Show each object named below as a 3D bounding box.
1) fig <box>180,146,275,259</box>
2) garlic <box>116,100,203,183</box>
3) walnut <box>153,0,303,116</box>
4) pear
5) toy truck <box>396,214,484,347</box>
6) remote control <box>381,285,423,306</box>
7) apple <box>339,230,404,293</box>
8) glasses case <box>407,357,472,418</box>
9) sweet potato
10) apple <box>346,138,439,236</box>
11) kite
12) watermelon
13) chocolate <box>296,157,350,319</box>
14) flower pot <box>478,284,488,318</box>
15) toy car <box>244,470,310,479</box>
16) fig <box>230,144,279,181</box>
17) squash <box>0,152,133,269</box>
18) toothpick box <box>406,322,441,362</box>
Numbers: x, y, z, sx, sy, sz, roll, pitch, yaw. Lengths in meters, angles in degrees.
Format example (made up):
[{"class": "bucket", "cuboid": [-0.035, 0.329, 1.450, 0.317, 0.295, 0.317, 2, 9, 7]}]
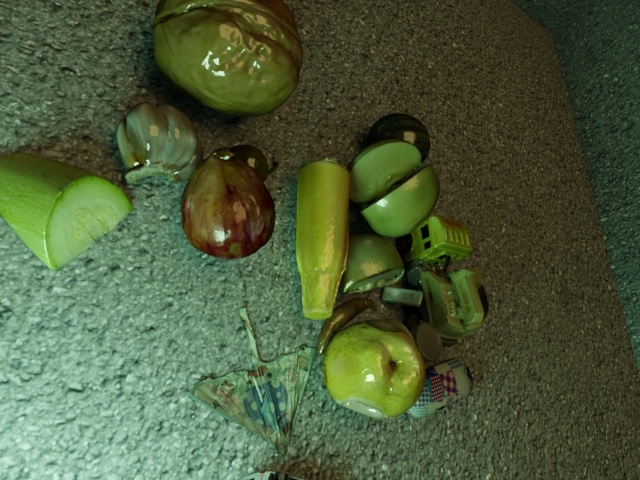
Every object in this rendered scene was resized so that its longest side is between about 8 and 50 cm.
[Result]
[{"class": "fig", "cuboid": [-0.219, -0.078, 1.395, 0.224, 0.224, 0.262, 0, 67, -42]}, {"class": "garlic", "cuboid": [-0.361, -0.234, 1.369, 0.214, 0.160, 0.191, -1, 76, -40]}, {"class": "walnut", "cuboid": [-0.230, -0.499, 1.507, 0.398, 0.308, 0.353, 15, 73, -30]}, {"class": "pear", "cuboid": [0.139, 0.329, 1.485, 0.271, 0.271, 0.271, 19, 59, -35]}, {"class": "toy truck", "cuboid": [0.382, 0.117, 1.824, 0.181, 0.254, 0.404, 15, 58, -32]}, {"class": "remote control", "cuboid": [0.246, 0.168, 1.767, 0.018, 0.125, 0.053, 61, 40, -58]}, {"class": "apple", "cuboid": [0.146, 0.044, 1.735, 0.265, 0.120, 0.193, -4, 63, -46]}, {"class": "glasses case", "cuboid": [0.354, 0.439, 1.761, 0.328, 0.076, 0.125, -5, 73, -44]}, {"class": "sweet potato", "cuboid": [0.060, 0.216, 1.615, 0.255, 0.058, 0.078, -37, 115, -42]}, {"class": "apple", "cuboid": [0.216, -0.160, 1.763, 0.291, 0.254, 0.292, 54, 4, -5]}, {"class": "kite", "cuboid": [-0.141, 0.336, 1.403, 0.406, 0.014, 0.368, -9, 77, -44]}, {"class": "watermelon", "cuboid": [0.260, -0.320, 1.945, 0.212, 0.212, 0.212, 19, 59, -35]}, {"class": "chocolate", "cuboid": [0.000, 0.000, 1.615, 0.162, 0.162, 0.444, 19, 63, -35]}, {"class": "flower pot", "cuboid": [0.476, 0.200, 1.966, 0.158, 0.107, 0.157, 19, 61, -38]}, {"class": "toy car", "cuboid": [-0.071, 0.573, 1.294, 0.210, 0.108, 0.089, 30, 51, -34]}, {"class": "fig", "cuboid": [-0.176, -0.194, 1.579, 0.124, 0.124, 0.236, 67, 21, 5]}, {"class": "squash", "cuboid": [-0.554, -0.088, 1.226, 0.237, 0.155, 0.203, -53, 145, -44]}, {"class": "toothpick box", "cuboid": [0.236, 0.303, 1.645, 0.111, 0.181, 0.111, 21, 58, -37]}]
